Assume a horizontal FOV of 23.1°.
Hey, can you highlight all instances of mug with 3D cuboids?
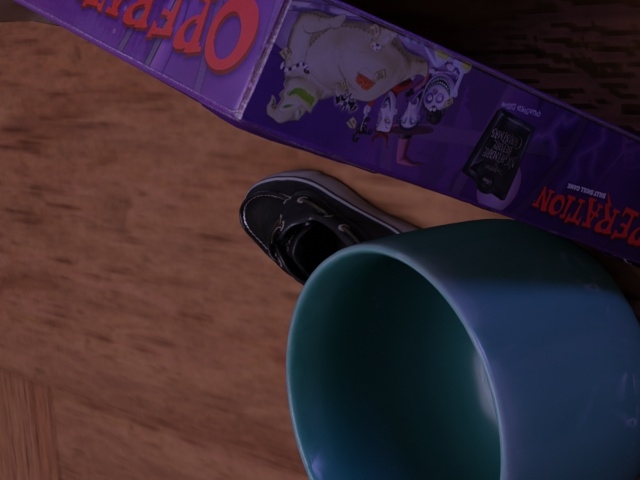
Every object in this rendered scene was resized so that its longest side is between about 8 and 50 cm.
[{"bbox_3d":[0.055,0.060,0.607,0.157,0.097,0.130,-22,81,56],"label":"mug"}]

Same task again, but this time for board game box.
[{"bbox_3d":[-0.042,-0.088,0.612,0.347,0.208,0.056,31,97,48],"label":"board game box"}]

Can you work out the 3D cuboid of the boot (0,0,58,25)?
[{"bbox_3d":[-0.157,-0.203,0.778,0.077,0.165,0.213,30,124,47],"label":"boot"}]

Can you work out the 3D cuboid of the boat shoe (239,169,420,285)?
[{"bbox_3d":[0.000,0.000,0.720,0.142,0.040,0.049,22,117,50],"label":"boat shoe"}]
